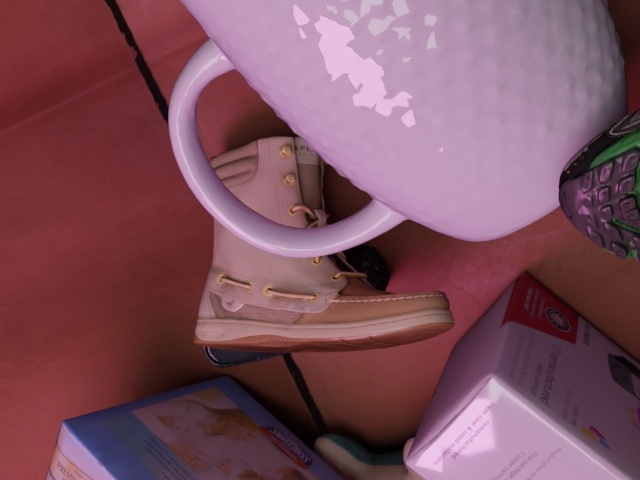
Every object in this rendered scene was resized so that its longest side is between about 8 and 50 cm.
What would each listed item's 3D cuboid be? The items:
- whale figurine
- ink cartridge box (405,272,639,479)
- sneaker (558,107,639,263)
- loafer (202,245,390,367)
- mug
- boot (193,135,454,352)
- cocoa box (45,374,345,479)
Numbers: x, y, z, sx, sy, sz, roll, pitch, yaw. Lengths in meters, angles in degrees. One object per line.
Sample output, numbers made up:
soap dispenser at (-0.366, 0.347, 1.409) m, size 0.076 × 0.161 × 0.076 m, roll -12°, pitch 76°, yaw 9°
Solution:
whale figurine at (0.123, 0.262, 1.165) m, size 0.272 × 0.141 × 0.216 m, roll 17°, pitch 134°, yaw 35°
ink cartridge box at (0.251, 0.201, 1.035) m, size 0.306 × 0.226 × 0.131 m, roll 36°, pitch 116°, yaw 0°
sneaker at (0.314, -0.092, 0.880) m, size 0.146 × 0.344 × 0.134 m, roll 40°, pitch 147°, yaw 45°
loafer at (-0.034, 0.073, 1.152) m, size 0.223 × 0.078 × 0.076 m, roll -27°, pitch 100°, yaw 24°
mug at (0.046, -0.144, 0.928) m, size 0.374 × 0.276 × 0.328 m, roll -38°, pitch 104°, yaw 11°
boot at (0.000, 0.000, 1.056) m, size 0.262 × 0.095 × 0.203 m, roll -5°, pitch 77°, yaw 34°
cocoa box at (-0.093, 0.334, 1.118) m, size 0.347 × 0.231 × 0.227 m, roll 37°, pitch 120°, yaw 32°
